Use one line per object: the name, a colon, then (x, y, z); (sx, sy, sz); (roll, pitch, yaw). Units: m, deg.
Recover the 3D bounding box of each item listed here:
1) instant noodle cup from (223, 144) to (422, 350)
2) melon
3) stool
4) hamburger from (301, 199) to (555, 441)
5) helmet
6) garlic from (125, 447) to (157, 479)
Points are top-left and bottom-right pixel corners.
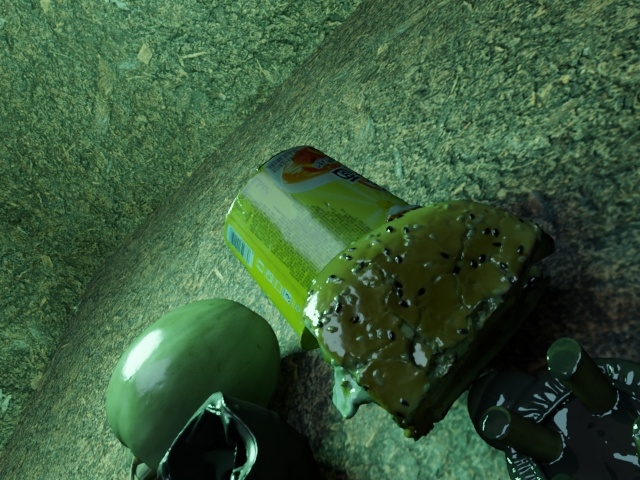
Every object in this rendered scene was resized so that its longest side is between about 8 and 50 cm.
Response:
instant noodle cup: (0.000, 0.000, 0.737); (0.200, 0.264, 0.264); (41, 94, 21)
melon: (-0.205, 0.243, 0.841); (0.308, 0.271, 0.272); (-27, 19, -22)
stool: (0.206, 0.172, 0.408); (0.228, 0.139, 0.153); (-17, 46, 47)
hamburger: (0.107, 0.070, 0.546); (0.192, 0.167, 0.288); (37, 71, 24)
helmet: (-0.090, 0.348, 0.619); (0.225, 0.177, 0.305); (-44, 37, 29)
garlic: (-0.274, 0.378, 0.945); (0.194, 0.127, 0.131); (-35, 22, -8)
